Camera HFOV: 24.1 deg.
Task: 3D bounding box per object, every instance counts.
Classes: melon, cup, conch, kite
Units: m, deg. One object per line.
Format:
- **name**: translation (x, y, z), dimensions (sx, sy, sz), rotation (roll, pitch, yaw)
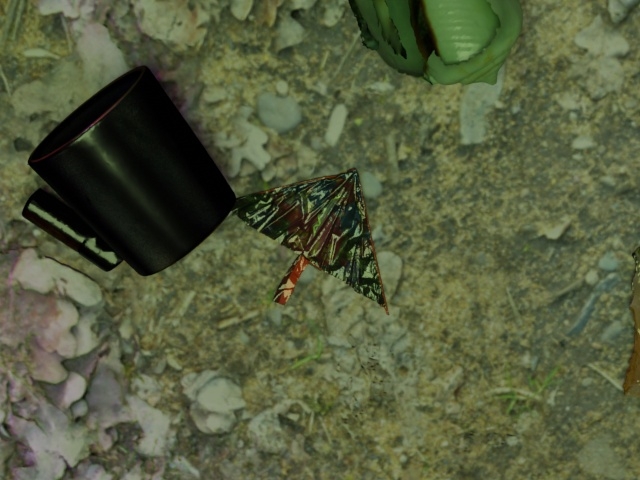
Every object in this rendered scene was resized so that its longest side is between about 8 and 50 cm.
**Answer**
- **melon**: translation (0.401, 0.098, 1.721), dimensions (0.098, 0.054, 0.182), rotation (5, 110, 18)
- **cup**: translation (-0.218, -0.069, 1.668), dimensions (0.177, 0.239, 0.166), rotation (50, 63, -18)
- **conch**: translation (0.099, -0.259, 1.562), dimensions (0.250, 0.137, 0.143), rotation (40, 107, -10)
- **kite**: translation (0.000, 0.000, 1.725), dimensions (0.232, 0.009, 0.189), rotation (30, 108, -7)
